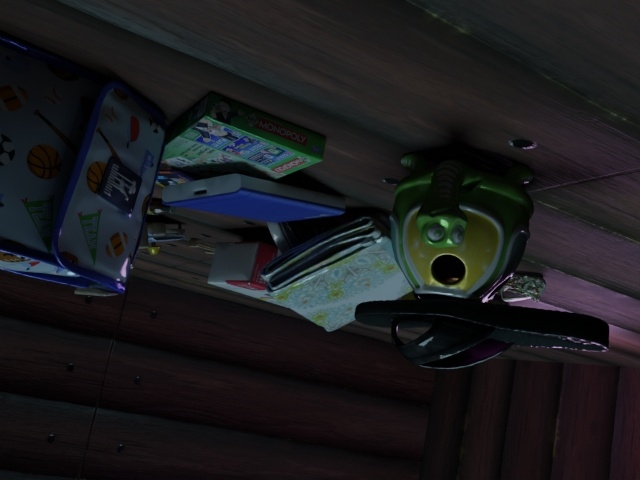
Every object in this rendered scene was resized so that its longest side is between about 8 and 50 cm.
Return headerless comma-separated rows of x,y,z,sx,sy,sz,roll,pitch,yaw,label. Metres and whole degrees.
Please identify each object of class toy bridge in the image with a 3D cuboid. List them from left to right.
-0.355,0.033,2.361,0.063,0.026,0.188,3,165,29,toy bridge

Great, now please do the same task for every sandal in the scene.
0.235,0.161,1.172,0.446,0.107,0.168,1,164,38,sandal

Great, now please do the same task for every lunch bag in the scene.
-0.447,-0.113,1.119,0.386,0.327,0.239,22,162,-32,lunch bag

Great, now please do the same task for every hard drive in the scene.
-0.127,-0.080,1.440,0.210,0.040,0.319,-5,172,37,hard drive

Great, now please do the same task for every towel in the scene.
0.073,0.083,1.721,0.321,0.090,0.374,-27,148,16,towel

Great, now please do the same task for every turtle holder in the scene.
0.237,-0.012,1.175,0.244,0.227,0.320,14,168,-9,turtle holder

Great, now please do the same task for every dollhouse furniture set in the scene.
-0.503,0.047,2.035,0.287,0.198,0.303,0,-179,36,dollhouse furniture set

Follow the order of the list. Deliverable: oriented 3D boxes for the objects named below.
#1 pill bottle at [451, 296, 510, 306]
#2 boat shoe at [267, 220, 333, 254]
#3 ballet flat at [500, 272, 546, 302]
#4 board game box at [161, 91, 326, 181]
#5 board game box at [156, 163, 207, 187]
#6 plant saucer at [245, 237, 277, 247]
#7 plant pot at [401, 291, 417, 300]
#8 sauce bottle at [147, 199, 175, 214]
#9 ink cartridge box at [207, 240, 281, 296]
0.521,0.233,2.261,0.215,0.117,0.117,14,167,-11,pill bottle
0.000,0.000,1.759,0.158,0.127,0.340,-23,145,12,boat shoe
0.479,0.122,1.902,0.241,0.077,0.091,3,166,36,ballet flat
-0.159,-0.164,1.273,0.214,0.046,0.317,17,166,-27,board game box
-0.281,-0.134,1.508,0.141,0.048,0.170,4,166,34,board game box
-0.112,0.044,2.164,0.278,0.041,0.278,11,168,2,plant saucer
0.333,0.209,2.421,0.082,0.081,0.083,22,154,-38,plant pot
-0.440,-0.087,1.870,0.128,0.042,0.042,7,167,26,sauce bottle
-0.136,0.103,2.066,0.306,0.131,0.226,23,163,-37,ink cartridge box
